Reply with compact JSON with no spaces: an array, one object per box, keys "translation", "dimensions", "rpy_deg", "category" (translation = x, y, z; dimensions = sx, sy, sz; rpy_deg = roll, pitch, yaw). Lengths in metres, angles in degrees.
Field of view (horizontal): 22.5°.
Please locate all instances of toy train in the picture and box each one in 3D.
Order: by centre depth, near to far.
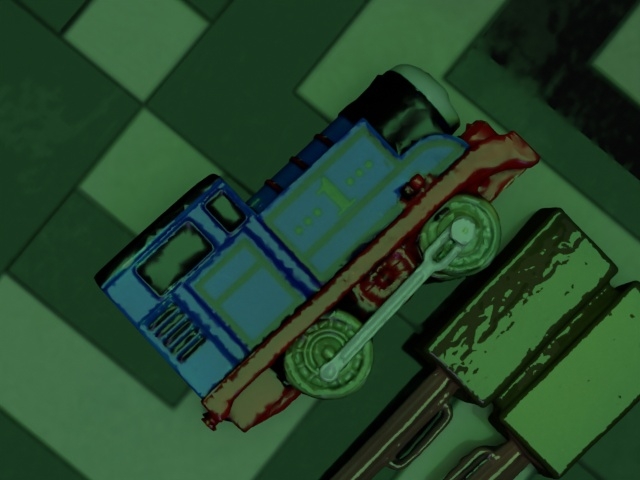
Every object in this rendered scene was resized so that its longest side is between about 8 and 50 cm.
[{"translation":[0.000,0.000,0.796],"dimensions":[0.204,0.083,0.131],"rpy_deg":[-42,89,-6],"category":"toy train"}]

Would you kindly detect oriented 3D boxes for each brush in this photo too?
[{"translation":[0.071,0.099,0.814],"dimensions":[0.233,0.047,0.103],"rpy_deg":[-45,91,-5],"category":"brush"}]
